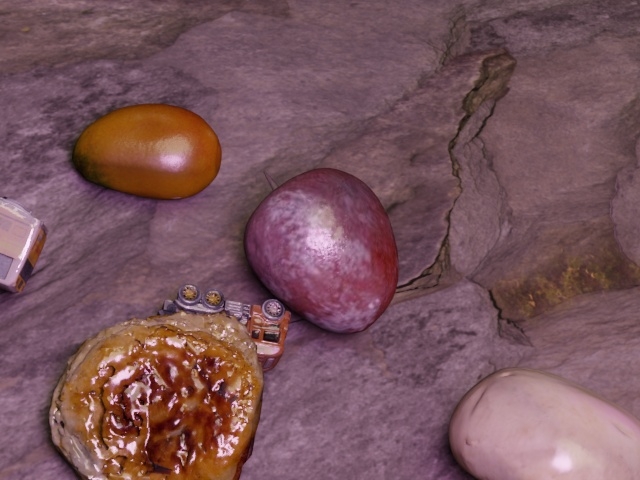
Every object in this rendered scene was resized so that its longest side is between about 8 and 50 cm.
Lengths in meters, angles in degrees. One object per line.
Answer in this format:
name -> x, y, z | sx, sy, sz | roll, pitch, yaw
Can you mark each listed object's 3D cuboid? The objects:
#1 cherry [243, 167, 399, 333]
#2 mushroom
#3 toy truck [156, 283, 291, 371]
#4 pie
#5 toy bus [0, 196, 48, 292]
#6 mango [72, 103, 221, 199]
cherry -> 0.000, 0.000, 1.749 | 0.236, 0.213, 0.285 | -21, 70, -43
mushroom -> 0.298, 0.304, 1.634 | 0.356, 0.315, 0.315 | -16, 66, -26
toy truck -> -0.143, 0.129, 1.707 | 0.192, 0.083, 0.092 | 11, 57, -12
pie -> -0.219, 0.224, 1.579 | 0.308, 0.085, 0.308 | 1, 75, -5
toy bus -> -0.546, -0.041, 1.624 | 0.343, 0.097, 0.138 | 20, 79, -1
mango -> -0.260, -0.138, 1.805 | 0.221, 0.120, 0.151 | 9, 59, -6
